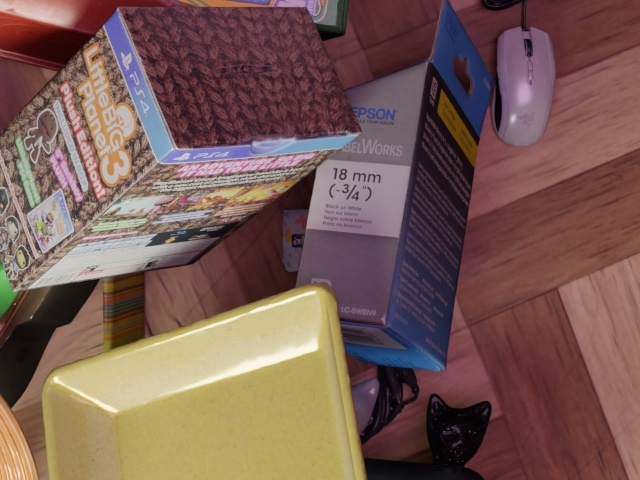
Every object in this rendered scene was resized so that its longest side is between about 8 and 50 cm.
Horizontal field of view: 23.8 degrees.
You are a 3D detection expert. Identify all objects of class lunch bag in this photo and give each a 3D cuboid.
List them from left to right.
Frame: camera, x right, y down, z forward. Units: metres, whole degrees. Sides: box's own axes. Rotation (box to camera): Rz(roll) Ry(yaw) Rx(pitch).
[{"bbox_3d":[0.000,0.000,1.656,0.083,0.053,0.071,2,93,-1],"label":"lunch bag"}]

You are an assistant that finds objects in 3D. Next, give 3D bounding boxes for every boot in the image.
[{"bbox_3d":[-0.360,0.104,1.596,0.115,0.112,0.305,38,92,20],"label":"boot"}]

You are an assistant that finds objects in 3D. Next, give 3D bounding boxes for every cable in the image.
[{"bbox_3d":[0.015,0.136,1.676,0.150,0.047,0.184,-30,103,-1],"label":"cable"}]

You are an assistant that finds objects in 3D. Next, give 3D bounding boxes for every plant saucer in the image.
[{"bbox_3d":[-0.261,-0.209,1.489,0.259,0.258,0.048,12,82,-10],"label":"plant saucer"},{"bbox_3d":[-0.092,0.243,1.408,0.332,0.081,0.333,-19,67,22],"label":"plant saucer"}]

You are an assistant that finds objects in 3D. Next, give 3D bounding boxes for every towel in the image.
[{"bbox_3d":[-0.214,0.129,1.607,0.021,0.102,0.237,2,94,14],"label":"towel"}]

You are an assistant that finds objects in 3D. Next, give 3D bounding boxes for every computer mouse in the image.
[{"bbox_3d":[0.231,-0.200,1.684,0.106,0.042,0.193,-1,94,-10],"label":"computer mouse"}]

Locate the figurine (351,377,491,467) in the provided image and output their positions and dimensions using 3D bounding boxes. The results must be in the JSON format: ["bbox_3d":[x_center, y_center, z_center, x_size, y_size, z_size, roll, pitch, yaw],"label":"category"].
[{"bbox_3d":[0.066,0.254,1.649,0.214,0.092,0.210,13,98,-13],"label":"figurine"}]

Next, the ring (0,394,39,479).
[{"bbox_3d":[-0.433,0.231,1.539,0.336,0.032,0.337,6,110,17],"label":"ring"}]

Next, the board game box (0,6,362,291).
[{"bbox_3d":[-0.152,-0.086,1.438,0.232,0.291,0.141,-8,70,-46],"label":"board game box"}]

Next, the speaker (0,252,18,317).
[{"bbox_3d":[-0.441,-0.021,1.506,0.296,0.131,0.131,33,88,9],"label":"speaker"}]

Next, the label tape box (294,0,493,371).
[{"bbox_3d":[0.080,-0.053,1.556,0.105,0.240,0.334,6,76,19],"label":"label tape box"}]

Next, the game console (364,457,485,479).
[{"bbox_3d":[-0.027,0.376,1.493,0.386,0.060,0.342,7,73,-6],"label":"game console"}]

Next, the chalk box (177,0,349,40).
[{"bbox_3d":[-0.056,-0.303,1.561,0.288,0.180,0.179,5,94,-11],"label":"chalk box"}]
